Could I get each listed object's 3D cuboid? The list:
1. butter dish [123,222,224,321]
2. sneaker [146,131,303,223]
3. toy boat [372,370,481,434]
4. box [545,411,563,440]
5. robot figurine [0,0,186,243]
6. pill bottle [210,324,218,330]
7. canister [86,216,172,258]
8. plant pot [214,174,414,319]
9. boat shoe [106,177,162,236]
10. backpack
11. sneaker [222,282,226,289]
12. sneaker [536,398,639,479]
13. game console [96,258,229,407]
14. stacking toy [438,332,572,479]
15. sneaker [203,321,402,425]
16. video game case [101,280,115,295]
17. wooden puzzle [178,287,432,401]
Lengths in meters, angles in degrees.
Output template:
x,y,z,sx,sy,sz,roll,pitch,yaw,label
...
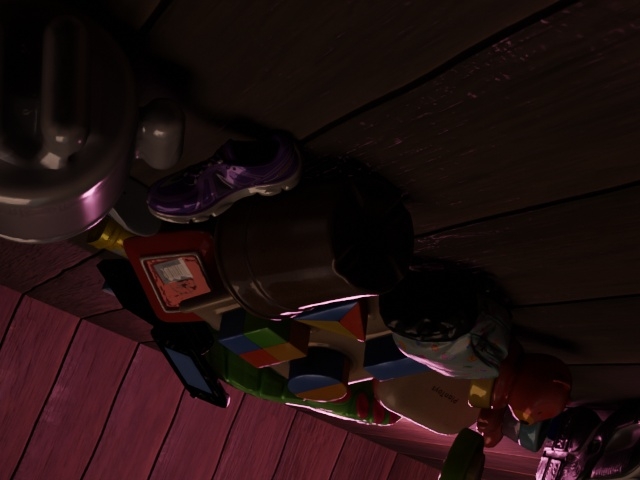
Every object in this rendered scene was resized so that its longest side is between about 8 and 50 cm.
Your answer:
x,y,z,sx,sy,sz,roll,pitch,yaw,label
-0.186,0.031,1.664,0.160,0.118,0.160,-6,122,27,butter dish
-0.104,-0.075,1.155,0.170,0.068,0.071,-20,144,3,sneaker
0.179,0.216,1.832,0.231,0.151,0.151,31,-167,-32,toy boat
0.344,0.302,1.985,0.137,0.072,0.126,24,166,-7,box
-0.282,-0.108,1.085,0.300,0.200,0.353,5,169,-10,robot figurine
-0.130,0.119,1.922,0.184,0.103,0.103,21,166,1,pill bottle
-0.270,0.003,1.756,0.170,0.073,0.126,25,166,-21,canister
0.000,0.000,1.198,0.167,0.167,0.165,31,155,-35,plant pot
-0.306,-0.070,1.566,0.083,0.065,0.183,8,154,47,boat shoe
0.169,0.109,1.425,0.152,0.115,0.182,7,163,37,backpack
-0.063,-0.018,1.381,0.087,0.130,0.227,15,-167,4,sneaker
0.538,0.389,1.824,0.257,0.169,0.447,25,163,-6,sneaker
-0.241,0.174,1.891,0.213,0.044,0.361,25,151,40,game console
0.284,0.293,1.626,0.130,0.279,0.309,17,170,21,stacking toy
-0.061,0.234,2.096,0.483,0.185,0.202,28,161,-20,sneaker
-0.291,0.120,2.251,0.244,0.061,0.269,26,165,-22,video game case
0.021,0.141,1.586,0.322,0.080,0.348,-18,143,32,wooden puzzle
